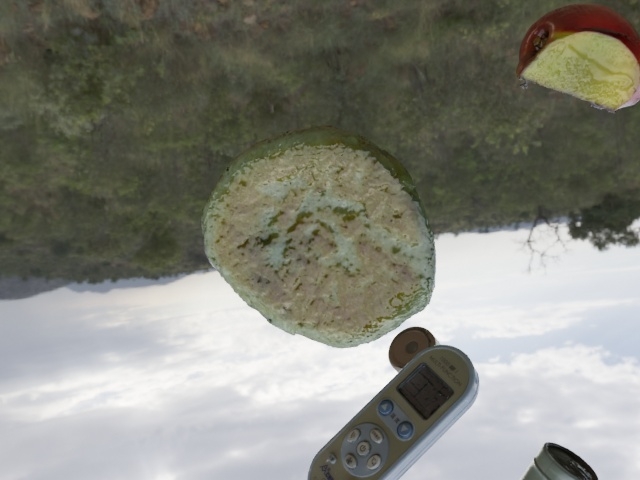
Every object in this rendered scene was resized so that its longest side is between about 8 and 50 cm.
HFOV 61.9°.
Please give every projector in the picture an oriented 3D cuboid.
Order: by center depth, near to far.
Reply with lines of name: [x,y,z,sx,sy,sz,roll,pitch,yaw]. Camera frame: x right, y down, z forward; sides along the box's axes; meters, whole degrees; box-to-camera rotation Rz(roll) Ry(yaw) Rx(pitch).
projector: [0.371,0.535,0.980,0.108,0.337,0.108,25,-167,-6]

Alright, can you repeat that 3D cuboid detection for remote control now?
remote control: [0.086,0.222,0.623,0.244,0.047,0.087,-43,-141,-4]

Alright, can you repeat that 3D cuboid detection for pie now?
pie: [0.000,0.000,0.686,0.324,0.322,0.070,-7,-159,22]

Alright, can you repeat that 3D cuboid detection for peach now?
peach: [0.531,-0.366,1.038,0.268,0.158,0.154,17,144,-6]

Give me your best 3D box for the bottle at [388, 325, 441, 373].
bottle: [0.193,0.226,0.955,0.099,0.098,0.152,-7,139,39]
